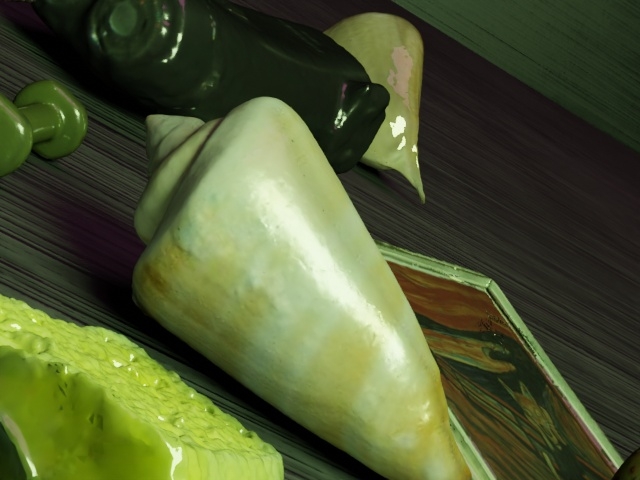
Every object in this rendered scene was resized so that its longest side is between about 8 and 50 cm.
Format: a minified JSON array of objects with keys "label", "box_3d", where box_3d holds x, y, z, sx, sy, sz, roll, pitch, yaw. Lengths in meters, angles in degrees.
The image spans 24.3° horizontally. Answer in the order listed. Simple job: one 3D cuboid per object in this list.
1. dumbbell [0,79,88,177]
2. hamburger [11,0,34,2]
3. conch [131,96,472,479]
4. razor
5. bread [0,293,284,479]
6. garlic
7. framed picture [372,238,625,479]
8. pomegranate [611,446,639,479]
[{"label":"dumbbell","box_3d":[-0.179,-0.068,0.889,0.052,0.046,0.118,40,14,3]},{"label":"hamburger","box_3d":[-0.311,-0.249,0.965,0.282,0.245,0.155,-10,-8,35]},{"label":"conch","box_3d":[-0.024,0.040,0.796,0.255,0.127,0.158,60,-10,12]},{"label":"razor","box_3d":[-0.086,-0.152,1.234,0.189,0.107,0.327,43,16,32]},{"label":"bread","box_3d":[-0.086,0.082,0.482,0.129,0.111,0.114,38,11,24]},{"label":"garlic","box_3d":[0.053,-0.144,1.521,0.164,0.145,0.245,62,7,-22]},{"label":"framed picture","box_3d":[0.118,0.098,0.962,0.216,0.016,0.273,16,33,-49]},{"label":"pomegranate","box_3d":[0.217,0.171,0.853,0.130,0.130,0.130,31,15,-9]}]
